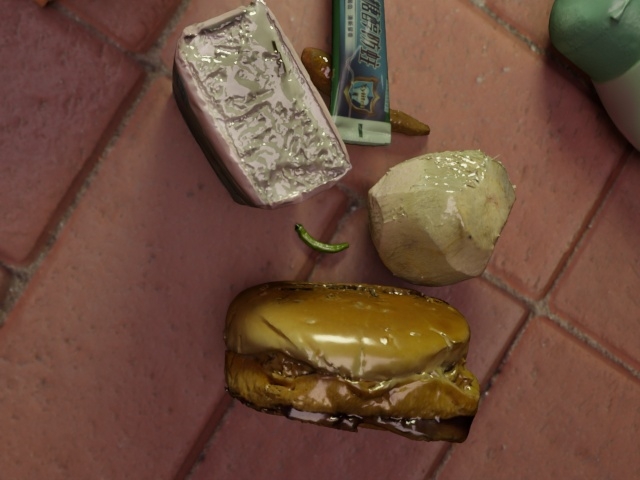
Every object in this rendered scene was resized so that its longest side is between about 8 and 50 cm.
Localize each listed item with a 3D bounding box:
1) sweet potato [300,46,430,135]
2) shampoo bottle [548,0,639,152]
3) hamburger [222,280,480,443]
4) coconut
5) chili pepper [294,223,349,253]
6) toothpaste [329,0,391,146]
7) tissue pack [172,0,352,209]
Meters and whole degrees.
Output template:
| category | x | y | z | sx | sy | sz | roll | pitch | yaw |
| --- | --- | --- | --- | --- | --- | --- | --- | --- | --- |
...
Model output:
| category | x | y | z | sx | sy | sz | roll | pitch | yaw |
| --- | --- | --- | --- | --- | --- | --- | --- | --- | --- |
| sweet potato | 0.062 | -0.191 | 0.888 | 0.214 | 0.050 | 0.050 | 32 | 88 | -17 |
| shampoo bottle | 0.476 | -0.251 | 0.914 | 0.349 | 0.151 | 0.222 | 33 | 94 | -13 |
| hamburger | 0.036 | 0.142 | 0.790 | 0.304 | 0.284 | 0.174 | 3 | 92 | -12 |
| coconut | 0.150 | -0.028 | 0.858 | 0.194 | 0.194 | 0.195 | -1 | 95 | -12 |
| chili pepper | 0.000 | 0.000 | 0.905 | 0.083 | 0.017 | 0.030 | 27 | 88 | -12 |
| toothpaste | 0.047 | -0.317 | 0.841 | 0.098 | 0.061 | 0.393 | 0 | 85 | -31 |
| tissue pack | -0.081 | -0.138 | 0.746 | 0.124 | 0.271 | 0.202 | -33 | 101 | -9 |
